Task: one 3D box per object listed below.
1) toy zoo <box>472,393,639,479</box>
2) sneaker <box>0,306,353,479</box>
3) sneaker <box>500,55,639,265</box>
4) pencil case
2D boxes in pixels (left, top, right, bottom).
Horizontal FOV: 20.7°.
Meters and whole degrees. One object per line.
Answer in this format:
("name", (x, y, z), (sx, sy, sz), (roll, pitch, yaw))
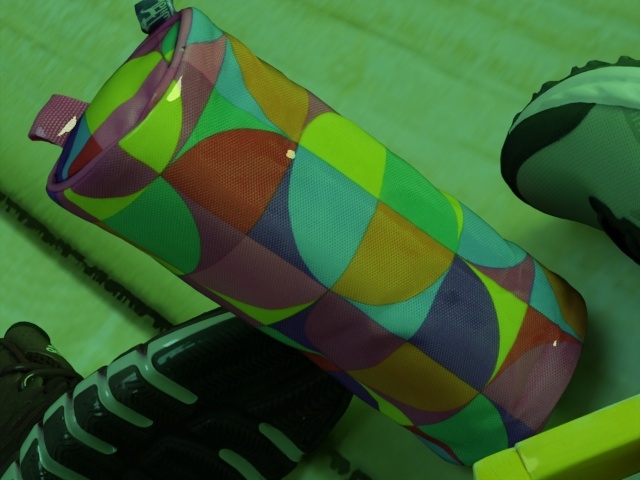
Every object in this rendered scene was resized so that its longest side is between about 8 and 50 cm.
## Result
("toy zoo", (0.173, 0.111, 0.501), (0.293, 0.030, 0.192), (-20, 58, -6))
("sneaker", (-0.113, 0.075, 0.864), (0.281, 0.106, 0.162), (-35, 38, 15))
("sneaker", (0.164, 0.003, 0.679), (0.271, 0.100, 0.108), (22, 80, 49))
("pencil case", (0.000, 0.000, 0.721), (0.104, 0.236, 0.104), (-45, 22, 24))
